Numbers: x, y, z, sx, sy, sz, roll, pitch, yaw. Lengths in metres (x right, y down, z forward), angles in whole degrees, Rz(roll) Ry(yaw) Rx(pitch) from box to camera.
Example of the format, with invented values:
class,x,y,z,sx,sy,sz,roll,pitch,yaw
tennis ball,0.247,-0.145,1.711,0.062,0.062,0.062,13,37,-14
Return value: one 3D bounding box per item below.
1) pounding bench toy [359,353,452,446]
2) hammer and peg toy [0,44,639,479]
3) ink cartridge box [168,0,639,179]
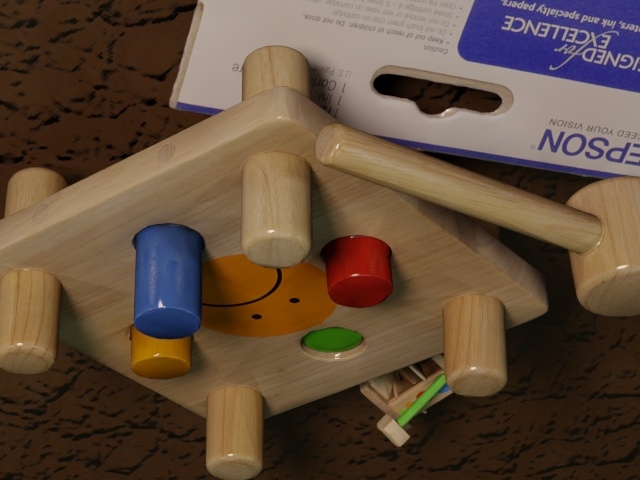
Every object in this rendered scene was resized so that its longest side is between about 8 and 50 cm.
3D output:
class,x,y,z,sx,sy,sz,roll,pitch,yaw
pounding bench toy,0.066,0.090,1.206,0.065,0.083,0.052,-33,126,19
hammer and peg toy,0.000,0.000,1.025,0.361,0.127,0.266,-24,141,32
ink cartridge box,0.096,-0.186,0.994,0.304,0.072,0.307,9,131,-16
